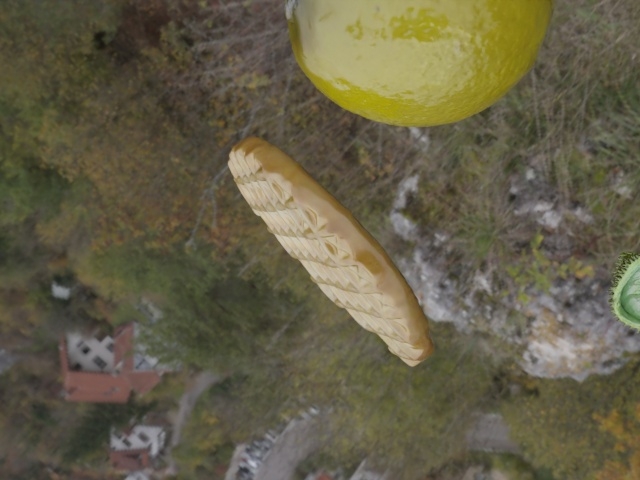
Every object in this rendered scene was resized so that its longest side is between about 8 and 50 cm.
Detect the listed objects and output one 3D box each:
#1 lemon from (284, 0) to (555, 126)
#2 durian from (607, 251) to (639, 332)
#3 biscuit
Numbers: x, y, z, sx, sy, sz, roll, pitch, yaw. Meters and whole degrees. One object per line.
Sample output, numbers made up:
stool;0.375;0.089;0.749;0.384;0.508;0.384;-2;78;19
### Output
lemon;0.073;-0.222;0.717;0.240;0.219;0.240;173;90;-67
durian;0.521;0.094;1.272;0.100;0.086;0.215;3;140;50
biscuit;0.000;0.000;0.813;0.309;0.040;0.204;45;167;18
